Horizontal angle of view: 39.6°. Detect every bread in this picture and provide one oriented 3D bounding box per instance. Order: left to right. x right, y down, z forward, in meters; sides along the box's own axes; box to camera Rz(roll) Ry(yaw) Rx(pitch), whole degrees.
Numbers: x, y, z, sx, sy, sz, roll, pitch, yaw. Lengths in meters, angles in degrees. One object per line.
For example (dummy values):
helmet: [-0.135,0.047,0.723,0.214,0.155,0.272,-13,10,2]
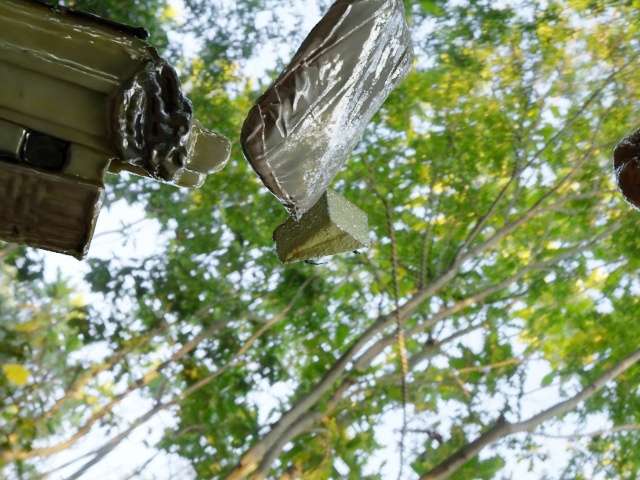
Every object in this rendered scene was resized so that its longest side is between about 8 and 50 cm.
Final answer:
bread: [0.000,0.000,1.143,0.109,0.084,0.080,-40,-59,21]

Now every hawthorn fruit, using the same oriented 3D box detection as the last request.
hawthorn fruit: [0.425,-0.090,1.076,0.125,0.140,0.125,179,-90,-75]

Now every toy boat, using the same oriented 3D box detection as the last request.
toy boat: [-0.146,-0.052,0.318,0.068,0.226,0.087,162,-59,-72]

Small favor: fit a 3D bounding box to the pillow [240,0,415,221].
pillow: [0.017,-0.166,1.014,0.067,0.270,0.173,29,-12,38]
